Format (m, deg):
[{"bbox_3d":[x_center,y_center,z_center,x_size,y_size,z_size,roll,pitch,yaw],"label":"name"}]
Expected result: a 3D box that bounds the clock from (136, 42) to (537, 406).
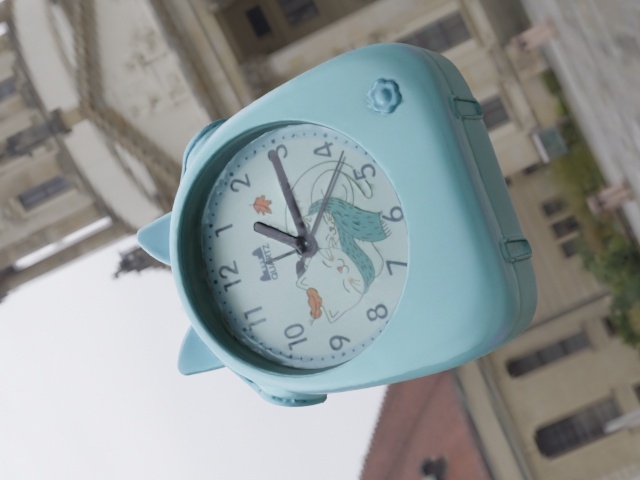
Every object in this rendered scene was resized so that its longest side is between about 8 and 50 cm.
[{"bbox_3d":[0.000,0.000,0.955,0.094,0.274,0.223,-6,-102,-64],"label":"clock"}]
